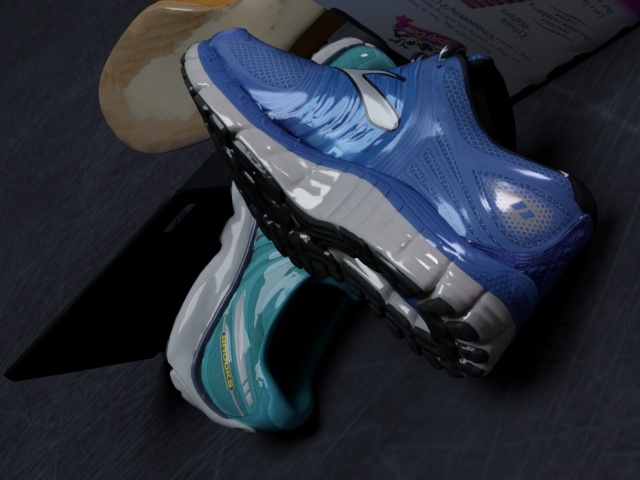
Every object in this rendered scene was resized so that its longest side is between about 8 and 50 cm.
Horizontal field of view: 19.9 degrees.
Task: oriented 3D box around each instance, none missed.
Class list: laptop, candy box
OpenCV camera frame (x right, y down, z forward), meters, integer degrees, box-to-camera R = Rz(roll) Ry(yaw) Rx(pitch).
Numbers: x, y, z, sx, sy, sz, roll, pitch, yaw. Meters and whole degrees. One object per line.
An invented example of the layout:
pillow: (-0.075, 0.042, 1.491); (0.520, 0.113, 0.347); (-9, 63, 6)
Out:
laptop: (-0.111, -0.028, 1.372); (0.234, 0.137, 0.264); (-43, 31, 33)
candy box: (0.121, -0.182, 1.062); (0.233, 0.159, 0.071); (-31, 37, 47)

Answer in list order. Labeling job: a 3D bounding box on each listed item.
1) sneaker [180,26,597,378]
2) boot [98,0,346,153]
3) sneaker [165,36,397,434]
sneaker: (0.040, -0.049, 1.092); (0.147, 0.129, 0.330); (-39, 47, -14)
boot: (-0.012, -0.178, 1.308); (0.295, 0.104, 0.211); (-35, 1, 38)
sneaker: (0.000, 0.000, 1.214); (0.110, 0.107, 0.275); (14, 81, 45)
